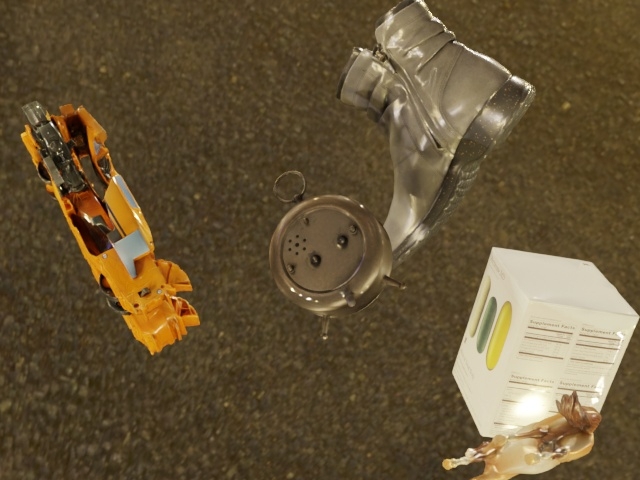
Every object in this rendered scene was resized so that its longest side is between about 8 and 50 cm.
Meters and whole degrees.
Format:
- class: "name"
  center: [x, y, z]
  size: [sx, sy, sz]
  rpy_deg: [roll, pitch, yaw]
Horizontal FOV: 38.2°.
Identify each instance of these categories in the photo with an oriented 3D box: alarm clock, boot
- class: "alarm clock"
  center: [0.000, 0.000, 1.009]
  size: [0.129, 0.064, 0.192]
  rpy_deg: [-34, 65, 7]
- class: "boot"
  center: [0.107, -0.135, 1.224]
  size: [0.222, 0.338, 0.118]
  rpy_deg: [38, 26, 10]

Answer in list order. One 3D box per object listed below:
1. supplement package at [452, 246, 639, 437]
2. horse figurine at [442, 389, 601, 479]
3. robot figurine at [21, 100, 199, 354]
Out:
- class: "supplement package"
  center: [0.374, 0.181, 1.582]
  size: [0.198, 0.263, 0.199]
  rpy_deg: [9, 24, -12]
- class: "horse figurine"
  center: [0.243, 0.247, 1.100]
  size: [0.174, 0.263, 0.066]
  rpy_deg: [-4, 65, -40]
- class: "robot figurine"
  center: [-0.238, -0.024, 1.022]
  size: [0.085, 0.211, 0.291]
  rpy_deg: [-28, 70, -15]
